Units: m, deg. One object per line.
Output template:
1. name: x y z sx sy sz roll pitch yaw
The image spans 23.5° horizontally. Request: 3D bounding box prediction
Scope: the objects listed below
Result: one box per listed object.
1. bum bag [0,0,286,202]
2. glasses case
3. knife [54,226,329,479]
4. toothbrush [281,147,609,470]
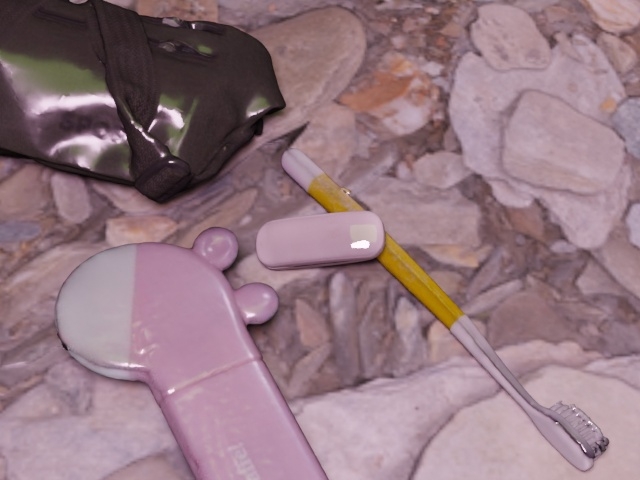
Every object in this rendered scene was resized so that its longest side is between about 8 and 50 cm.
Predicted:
1. bum bag: -0.186 -0.107 1.007 0.326 0.080 0.142 9 53 2
2. glasses case: 0.000 0.000 0.977 0.083 0.021 0.032 -7 70 11
3. knife: -0.025 0.158 0.872 0.132 0.038 0.398 -23 63 -17
4. toothbrush: 0.073 0.035 0.971 0.024 0.021 0.288 -29 63 -34
